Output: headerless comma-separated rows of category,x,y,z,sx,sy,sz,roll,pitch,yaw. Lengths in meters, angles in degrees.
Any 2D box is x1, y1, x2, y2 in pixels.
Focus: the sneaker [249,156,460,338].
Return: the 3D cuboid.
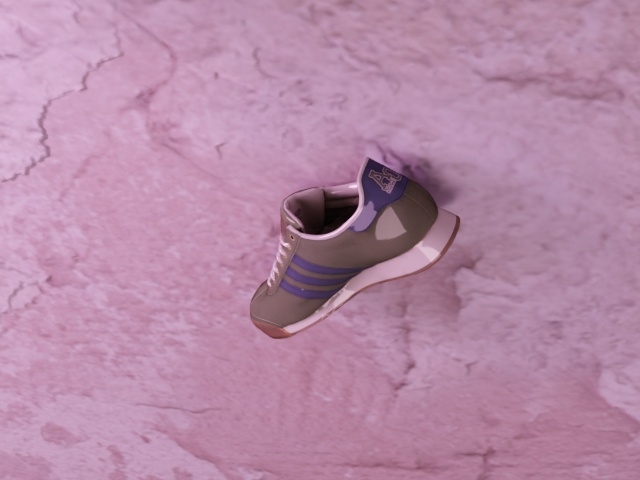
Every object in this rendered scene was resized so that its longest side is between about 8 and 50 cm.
sneaker,0.000,0.000,1.034,0.086,0.064,0.192,41,136,-22
